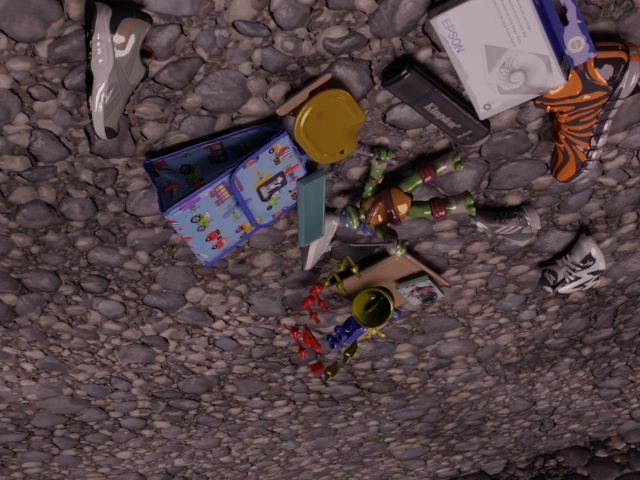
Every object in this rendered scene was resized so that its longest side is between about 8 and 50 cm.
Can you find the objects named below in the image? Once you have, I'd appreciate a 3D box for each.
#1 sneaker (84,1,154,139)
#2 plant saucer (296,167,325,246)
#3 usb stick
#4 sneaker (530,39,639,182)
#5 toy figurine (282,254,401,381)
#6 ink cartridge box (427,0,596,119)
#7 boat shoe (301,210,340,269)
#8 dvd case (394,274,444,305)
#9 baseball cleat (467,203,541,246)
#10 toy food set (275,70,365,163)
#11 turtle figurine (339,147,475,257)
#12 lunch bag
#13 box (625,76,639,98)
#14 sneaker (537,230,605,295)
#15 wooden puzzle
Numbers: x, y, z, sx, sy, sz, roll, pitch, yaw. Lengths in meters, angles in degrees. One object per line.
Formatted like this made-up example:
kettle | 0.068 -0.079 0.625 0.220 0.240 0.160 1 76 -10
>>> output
sneaker | -0.324 -0.260 1.370 0.108 0.100 0.271 -4 146 -19
plant saucer | -0.017 -0.061 1.726 0.067 0.018 0.192 -30 146 -25
usb stick | 0.217 -0.251 1.575 0.077 0.045 0.278 -33 141 29
sneaker | 0.452 -0.245 1.603 0.180 0.124 0.321 2 134 -11
toy figurine | 0.100 0.161 2.060 0.217 0.191 0.362 -20 156 -43
ink cartridge box | 0.325 -0.335 1.419 0.224 0.045 0.223 -24 124 18
boat shoe | 0.000 0.000 1.883 0.063 0.066 0.184 1 135 -15
dvd case | 0.244 0.123 2.090 0.087 0.013 0.119 -19 147 20
baseball cleat | 0.421 -0.051 1.925 0.206 0.072 0.109 18 124 -42
toy food set | -0.004 -0.231 1.537 0.128 0.071 0.218 -41 144 2
turtle figurine | 0.162 -0.081 1.680 0.266 0.198 0.275 -18 150 4
lunch bag | -0.152 -0.110 1.640 0.293 0.138 0.221 -27 147 0
box | 0.597 -0.311 1.613 0.067 0.018 0.083 -23 144 19
sneaker | 0.613 0.071 2.118 0.153 0.094 0.235 -22 156 2
wooden puzzle | 0.166 0.102 2.097 0.238 0.044 0.221 -24 145 28
